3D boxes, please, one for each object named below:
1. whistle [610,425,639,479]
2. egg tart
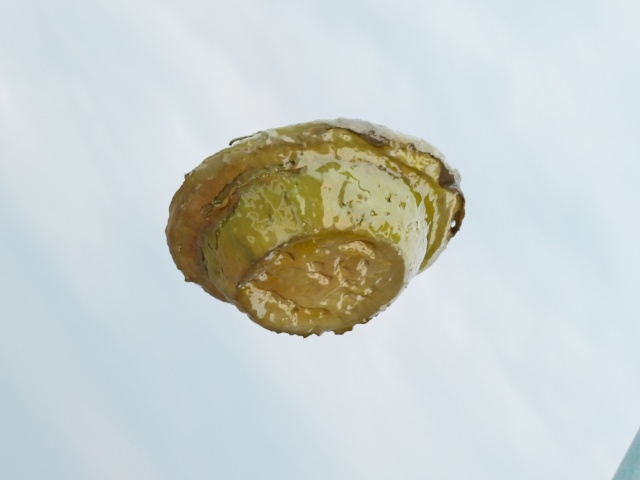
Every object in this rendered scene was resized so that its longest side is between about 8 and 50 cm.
[{"bbox_3d":[0.308,0.187,1.414,0.039,0.186,0.039,19,-48,23],"label":"whistle"},{"bbox_3d":[0.000,0.000,1.426,0.288,0.288,0.118,75,1,-50],"label":"egg tart"}]
